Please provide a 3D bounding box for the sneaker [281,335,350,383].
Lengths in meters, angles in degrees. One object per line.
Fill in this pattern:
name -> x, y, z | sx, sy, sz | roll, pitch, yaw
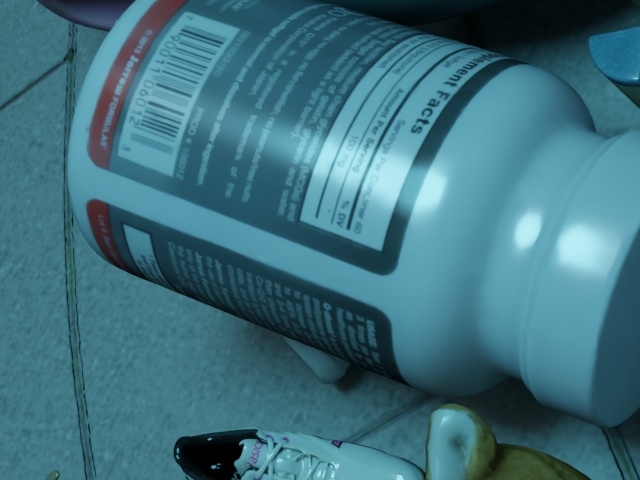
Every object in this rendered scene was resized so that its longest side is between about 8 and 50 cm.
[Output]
sneaker -> 0.000, 0.000, 1.284 | 0.094, 0.080, 0.212 | -26, 51, 12

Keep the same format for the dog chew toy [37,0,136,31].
dog chew toy -> -0.138, -0.332, 1.387 | 0.207, 0.207, 0.331 | -7, 70, 37

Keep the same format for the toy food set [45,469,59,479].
toy food set -> -0.175, 0.228, 1.339 | 0.122, 0.019, 0.078 | 40, 95, 36

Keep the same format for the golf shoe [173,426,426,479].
golf shoe -> -0.016, 0.161, 1.198 | 0.186, 0.086, 0.067 | -1, 65, 37

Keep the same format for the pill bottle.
pill bottle -> 0.043, -0.026, 1.122 | 0.363, 0.210, 0.210 | 21, 81, 26

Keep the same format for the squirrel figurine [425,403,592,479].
squirrel figurine -> -0.002, 0.261, 1.013 | 0.397, 0.281, 0.370 | 22, 76, 41

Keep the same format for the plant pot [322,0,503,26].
plant pot -> 0.068, -0.277, 1.180 | 0.235, 0.293, 0.293 | 12, 75, 60

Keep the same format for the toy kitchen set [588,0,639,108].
toy kitchen set -> 0.263, -0.181, 1.127 | 0.207, 0.122, 0.166 | -9, 62, 36
